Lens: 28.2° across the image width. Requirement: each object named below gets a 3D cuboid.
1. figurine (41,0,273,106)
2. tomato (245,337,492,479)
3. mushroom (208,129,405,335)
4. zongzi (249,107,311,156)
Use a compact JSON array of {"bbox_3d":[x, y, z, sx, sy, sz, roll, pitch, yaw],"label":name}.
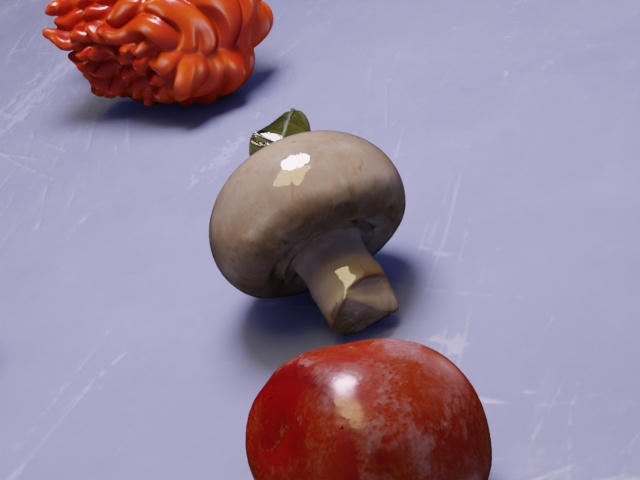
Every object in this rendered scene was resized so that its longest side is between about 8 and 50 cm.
[{"bbox_3d":[-0.216,-0.318,1.811,0.306,0.241,0.412,9,15,-1],"label":"figurine"},{"bbox_3d":[0.036,0.151,0.977,0.187,0.151,0.187,-14,11,3],"label":"tomato"},{"bbox_3d":[0.000,0.000,1.230,0.204,0.204,0.204,-13,31,8],"label":"mushroom"},{"bbox_3d":[-0.015,-0.116,1.528,0.113,0.052,0.104,15,36,23],"label":"zongzi"}]
